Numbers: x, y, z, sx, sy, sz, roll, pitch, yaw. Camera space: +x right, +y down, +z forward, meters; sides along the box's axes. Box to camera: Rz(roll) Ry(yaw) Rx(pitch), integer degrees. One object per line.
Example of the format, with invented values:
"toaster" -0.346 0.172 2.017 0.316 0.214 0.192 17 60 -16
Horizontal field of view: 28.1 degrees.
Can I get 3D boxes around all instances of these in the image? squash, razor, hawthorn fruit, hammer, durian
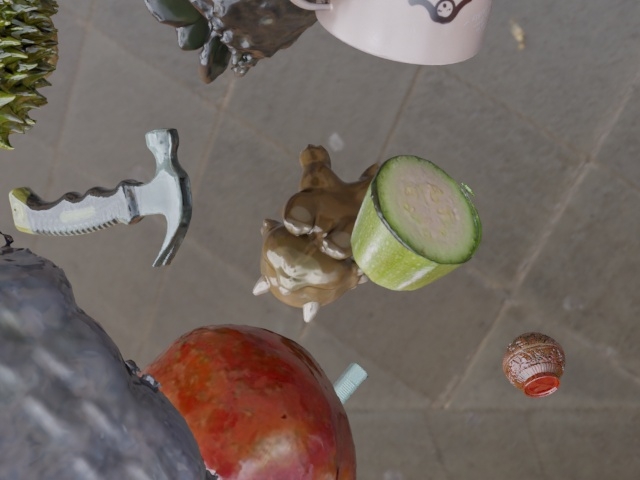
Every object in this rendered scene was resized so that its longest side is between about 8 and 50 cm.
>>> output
"squash" 0.120 -0.015 1.680 0.170 0.170 0.123 42 137 6
"razor" -0.023 0.298 1.910 0.056 0.277 0.111 37 163 -12
"hawthorn fruit" -0.066 0.232 1.247 0.300 0.254 0.254 43 136 35
"hammer" -0.259 -0.040 1.512 0.227 0.041 0.158 -7 90 19
"durian" -0.327 -0.200 1.177 0.170 0.355 0.157 5 130 -4

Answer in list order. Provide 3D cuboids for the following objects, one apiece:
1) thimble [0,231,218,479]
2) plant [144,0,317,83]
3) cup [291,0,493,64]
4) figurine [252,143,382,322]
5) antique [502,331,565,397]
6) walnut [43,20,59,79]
"thimble" -0.157 0.115 0.499 0.236 0.172 0.205 34 138 20
"plant" -0.097 -0.354 1.701 0.276 0.199 0.188 -29 58 13
"cup" 0.077 -0.320 1.364 0.191 0.253 0.200 -119 33 -48
"figurine" -0.005 0.001 1.926 0.177 0.247 0.173 16 134 -8
"antique" 0.337 0.192 2.019 0.104 0.104 0.104 16 124 25
"walnut" -0.334 -0.211 1.344 0.125 0.105 0.105 21 127 12
